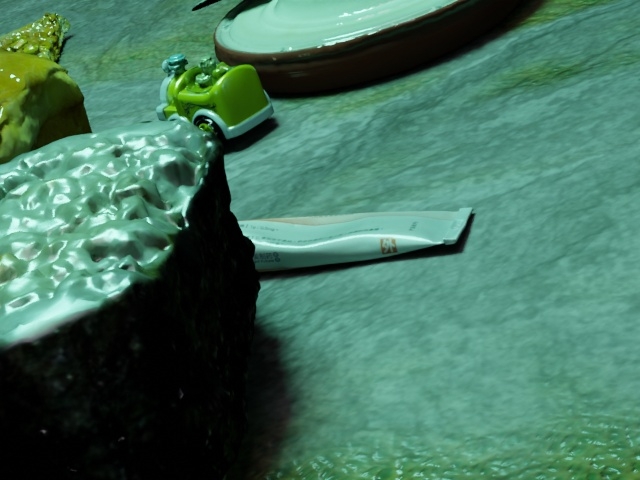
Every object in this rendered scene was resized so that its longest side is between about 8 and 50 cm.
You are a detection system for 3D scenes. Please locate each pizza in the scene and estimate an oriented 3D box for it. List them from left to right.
[{"bbox_3d":[-0.339,-0.201,1.951,0.178,0.041,0.131,-29,26,-20],"label":"pizza"}]

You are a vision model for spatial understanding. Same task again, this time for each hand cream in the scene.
[{"bbox_3d":[0.000,-0.002,1.267,0.216,0.038,0.052,-4,51,19],"label":"hand cream"}]

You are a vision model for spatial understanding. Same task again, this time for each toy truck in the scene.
[{"bbox_3d":[-0.100,-0.127,1.555,0.111,0.077,0.076,6,34,45],"label":"toy truck"}]

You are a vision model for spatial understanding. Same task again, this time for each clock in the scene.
[{"bbox_3d":[0.048,-0.236,1.680,0.318,0.080,0.318,-16,24,7],"label":"clock"}]

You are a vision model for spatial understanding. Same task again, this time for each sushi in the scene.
[{"bbox_3d":[-0.141,0.055,1.074,0.211,0.171,0.350,-15,24,5],"label":"sushi"}]

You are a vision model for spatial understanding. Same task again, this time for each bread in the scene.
[{"bbox_3d":[-0.364,-0.067,1.537,0.344,0.149,0.195,-5,26,31],"label":"bread"}]

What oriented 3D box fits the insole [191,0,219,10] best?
[{"bbox_3d":[-0.024,-0.276,1.759,0.232,0.003,0.080,-26,3,-13],"label":"insole"}]
